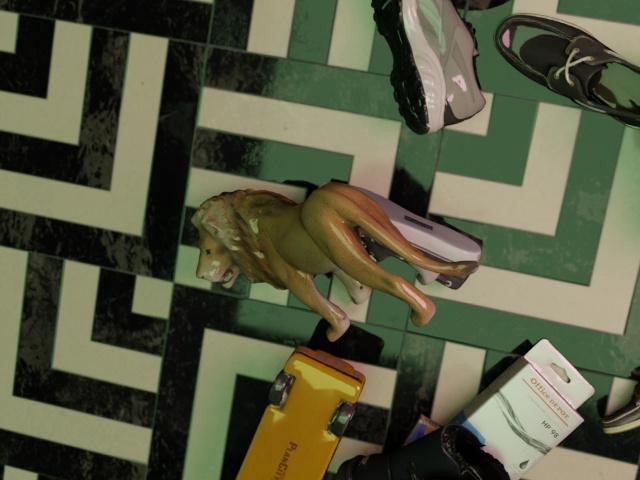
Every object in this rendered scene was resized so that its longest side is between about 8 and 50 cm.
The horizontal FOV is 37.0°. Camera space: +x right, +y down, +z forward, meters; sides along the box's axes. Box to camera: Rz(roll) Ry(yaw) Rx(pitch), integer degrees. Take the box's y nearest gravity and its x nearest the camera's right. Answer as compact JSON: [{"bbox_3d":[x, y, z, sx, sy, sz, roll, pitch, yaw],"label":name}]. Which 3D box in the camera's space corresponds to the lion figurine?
[{"bbox_3d":[0.000,0.000,1.159,0.240,0.142,0.392,47,146,-12],"label":"lion figurine"}]

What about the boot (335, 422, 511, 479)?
[{"bbox_3d":[0.158,0.357,1.216,0.207,0.094,0.246,-26,99,40],"label":"boot"}]

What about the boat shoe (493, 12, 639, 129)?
[{"bbox_3d":[0.319,-0.212,1.165,0.233,0.079,0.084,31,105,7],"label":"boat shoe"}]

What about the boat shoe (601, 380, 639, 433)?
[{"bbox_3d":[0.423,0.197,1.219,0.152,0.056,0.049,-28,87,4],"label":"boat shoe"}]

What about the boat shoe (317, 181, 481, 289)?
[{"bbox_3d":[0.093,-0.002,1.246,0.229,0.080,0.076,23,113,3],"label":"boat shoe"}]

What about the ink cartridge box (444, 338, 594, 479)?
[{"bbox_3d":[0.261,0.225,1.236,0.180,0.060,0.104,-44,88,5],"label":"ink cartridge box"}]

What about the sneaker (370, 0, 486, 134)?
[{"bbox_3d":[0.134,-0.271,1.195,0.108,0.100,0.271,-13,90,-18],"label":"sneaker"}]

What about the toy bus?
[{"bbox_3d":[-0.044,0.302,1.286,0.108,0.130,0.332,24,102,8],"label":"toy bus"}]

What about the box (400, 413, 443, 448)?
[{"bbox_3d":[0.138,0.315,1.304,0.081,0.028,0.136,29,101,5],"label":"box"}]
